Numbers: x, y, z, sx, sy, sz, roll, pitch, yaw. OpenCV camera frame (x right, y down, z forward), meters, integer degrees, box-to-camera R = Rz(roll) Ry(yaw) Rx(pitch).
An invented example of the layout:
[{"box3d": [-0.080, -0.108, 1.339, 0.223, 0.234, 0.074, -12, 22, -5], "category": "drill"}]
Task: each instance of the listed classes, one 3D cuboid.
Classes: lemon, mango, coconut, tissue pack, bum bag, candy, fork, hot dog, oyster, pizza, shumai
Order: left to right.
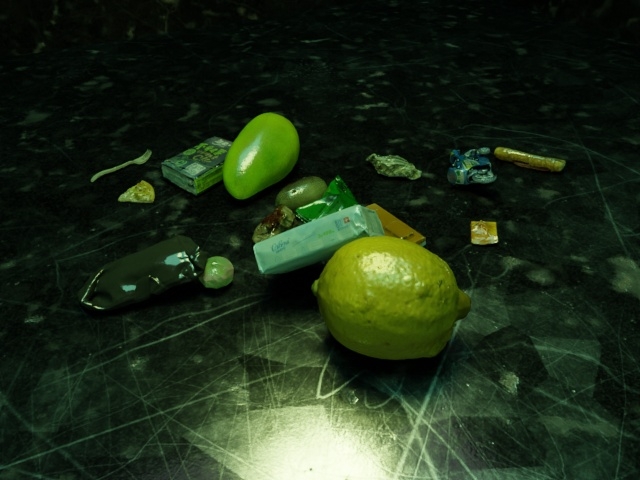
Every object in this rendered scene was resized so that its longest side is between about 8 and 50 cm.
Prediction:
[{"box3d": [-0.648, -0.240, 1.729, 0.034, 0.028, 0.219, 35, 55, 28], "category": "fork"}, {"box3d": [-0.556, -0.140, 1.590, 0.109, 0.026, 0.123, -21, 43, -20], "category": "pizza"}, {"box3d": [-0.418, 0.079, 1.246, 0.326, 0.079, 0.142, -20, 49, -3], "category": "bum bag"}, {"box3d": [-0.361, -0.242, 1.673, 0.173, 0.073, 0.235, 25, 45, 30], "category": "tissue pack"}, {"box3d": [-0.250, 0.077, 1.257, 0.083, 0.081, 0.082, 17, 53, 5], "category": "coconut"}, {"box3d": [-0.180, -0.250, 1.605, 0.192, 0.156, 0.343, 32, 57, -4], "category": "mango"}, {"box3d": [-0.117, -0.044, 1.404, 0.123, 0.105, 0.139, 10, 14, 20], "category": "shumai"}, {"box3d": [0.000, 0.000, 1.205, 0.263, 0.089, 0.177, -19, -8, 17], "category": "tissue pack"}, {"box3d": [0.037, -0.084, 1.427, 0.141, 0.078, 0.203, 34, 51, 12], "category": "candy"}, {"box3d": [0.141, 0.115, 1.062, 0.320, 0.245, 0.245, 8, 39, 6], "category": "lemon"}, {"box3d": [0.224, -0.236, 1.658, 0.125, 0.064, 0.177, -8, 25, -32], "category": "oyster"}, {"box3d": [0.655, -0.253, 1.666, 0.216, 0.047, 0.066, 17, 5, 22], "category": "hot dog"}]

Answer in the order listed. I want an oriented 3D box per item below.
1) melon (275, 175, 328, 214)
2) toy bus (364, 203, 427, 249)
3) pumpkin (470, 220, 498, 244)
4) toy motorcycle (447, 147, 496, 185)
[{"box3d": [-0.053, -0.125, 1.490, 0.162, 0.099, 0.099, -27, 45, -25], "category": "melon"}, {"box3d": [0.167, 0.000, 1.308, 0.098, 0.114, 0.201, -26, 44, -26], "category": "toy bus"}, {"box3d": [0.435, -0.027, 1.396, 0.073, 0.035, 0.101, 6, 36, 6], "category": "pumpkin"}, {"box3d": [0.449, -0.225, 1.608, 0.136, 0.092, 0.254, -6, 28, 10], "category": "toy motorcycle"}]
